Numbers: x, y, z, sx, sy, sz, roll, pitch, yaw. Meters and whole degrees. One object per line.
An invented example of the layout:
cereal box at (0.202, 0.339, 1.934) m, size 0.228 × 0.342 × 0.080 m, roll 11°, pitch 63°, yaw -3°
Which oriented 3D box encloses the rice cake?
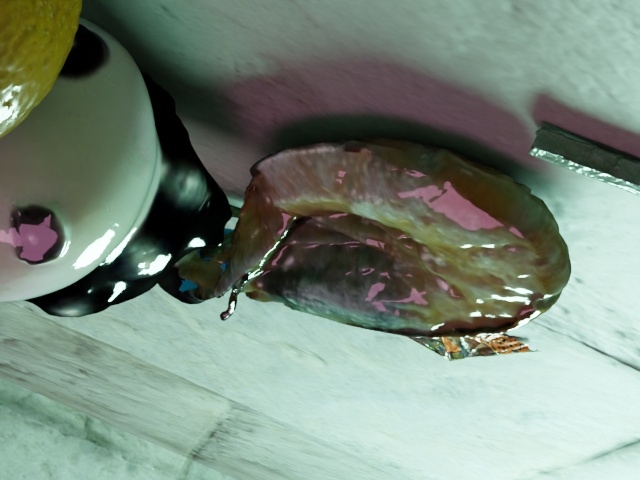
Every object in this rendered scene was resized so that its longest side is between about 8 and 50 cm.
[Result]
rice cake at (0.194, -0.044, 0.882) m, size 0.121 × 0.022 × 0.022 m, roll 21°, pitch 170°, yaw 3°

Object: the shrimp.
shrimp at (0.000, 0.000, 1.100) m, size 0.445 × 0.110 × 0.221 m, roll -4°, pitch 142°, yaw 45°

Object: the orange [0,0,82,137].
orange at (-0.258, -0.155, 0.745) m, size 0.264 × 0.264 × 0.264 m, roll 20°, pitch 160°, yaw 8°

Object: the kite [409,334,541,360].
kite at (0.120, 0.100, 1.352) m, size 0.222 × 0.008 × 0.125 m, roll 15°, pitch 159°, yaw 20°

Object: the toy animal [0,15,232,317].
toy animal at (-0.203, -0.052, 0.977) m, size 0.212 × 0.213 × 0.267 m, roll 16°, pitch 171°, yaw 18°
